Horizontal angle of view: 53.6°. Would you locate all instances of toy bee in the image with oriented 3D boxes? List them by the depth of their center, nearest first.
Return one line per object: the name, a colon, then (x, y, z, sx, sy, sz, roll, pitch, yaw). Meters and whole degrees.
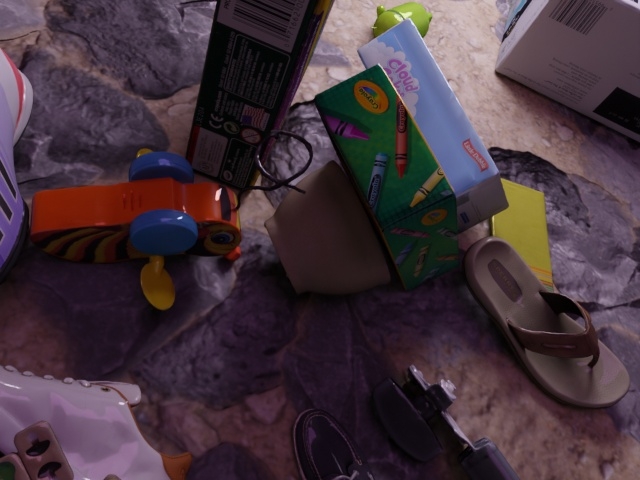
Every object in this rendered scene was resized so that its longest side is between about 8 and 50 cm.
toy bee: (-0.155, -0.011, 0.716, 0.299, 0.162, 0.195, 7, 63, 13)

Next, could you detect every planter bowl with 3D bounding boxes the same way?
planter bowl: (0.000, 0.000, 0.758, 0.109, 0.162, 0.162, -25, 69, -2)

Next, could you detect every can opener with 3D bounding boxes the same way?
can opener: (0.172, 0.261, 0.714, 0.093, 0.074, 0.280, -40, 75, 1)

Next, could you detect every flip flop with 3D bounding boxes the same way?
flip flop: (0.297, 0.105, 0.817, 0.112, 0.080, 0.277, -39, 89, -24)

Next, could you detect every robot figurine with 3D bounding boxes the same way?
robot figurine: (0.136, -0.359, 1.065, 0.115, 0.067, 0.101, -33, 75, -33)

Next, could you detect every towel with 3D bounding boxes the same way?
towel: (0.292, 0.013, 0.929, 0.102, 0.021, 0.237, 18, 56, -14)

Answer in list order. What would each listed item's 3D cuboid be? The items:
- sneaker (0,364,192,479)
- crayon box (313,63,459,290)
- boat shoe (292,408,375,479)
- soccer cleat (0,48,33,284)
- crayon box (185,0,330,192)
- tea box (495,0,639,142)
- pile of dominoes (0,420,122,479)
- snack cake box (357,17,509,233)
sneaker: (-0.251, 0.161, 0.593, 0.290, 0.106, 0.123, 40, 52, -8)
crayon box: (0.087, -0.055, 0.738, 0.081, 0.278, 0.165, -27, 69, 4)
boat shoe: (0.038, 0.263, 0.654, 0.075, 0.065, 0.206, -17, 68, -28)
soccer cleat: (-0.376, -0.089, 0.665, 0.109, 0.116, 0.318, -11, 60, 3)
crayon box: (-0.043, -0.287, 0.773, 0.106, 0.363, 0.313, 22, 55, -6)
tea box: (0.536, -0.406, 1.149, 0.329, 0.220, 0.323, 24, 54, -5)
pile of dominoes: (-0.239, 0.293, 0.483, 0.196, 0.040, 0.251, 45, 70, -7)
snack cake box: (0.158, -0.155, 0.888, 0.089, 0.152, 0.264, -29, 67, 13)
